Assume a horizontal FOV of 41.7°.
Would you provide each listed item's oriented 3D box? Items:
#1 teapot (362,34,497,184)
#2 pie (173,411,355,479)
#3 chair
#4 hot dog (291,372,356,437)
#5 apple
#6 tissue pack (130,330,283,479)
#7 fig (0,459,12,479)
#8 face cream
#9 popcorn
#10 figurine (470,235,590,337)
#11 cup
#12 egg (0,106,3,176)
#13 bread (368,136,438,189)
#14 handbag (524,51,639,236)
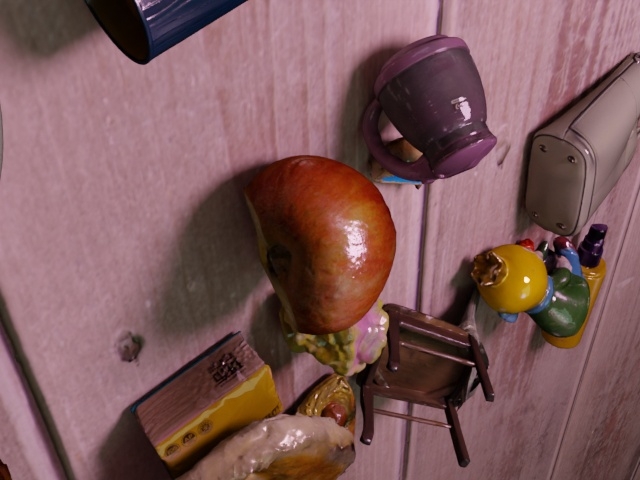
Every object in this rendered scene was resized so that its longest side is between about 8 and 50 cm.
[{"bbox_3d":[0.120,-0.137,0.936,0.148,0.146,0.116,-26,169,4],"label":"teapot"},{"bbox_3d":[-0.107,0.327,1.076,0.339,0.077,0.339,-25,154,-13],"label":"pie"},{"bbox_3d":[0.161,0.177,1.285,0.186,0.319,0.160,14,116,-3],"label":"chair"},{"bbox_3d":[-0.008,0.318,1.256,0.123,0.093,0.262,-4,126,-39],"label":"hot dog"},{"bbox_3d":[0.000,0.000,0.899,0.160,0.195,0.173,-26,174,11],"label":"apple"},{"bbox_3d":[-0.135,0.211,1.039,0.169,0.082,0.120,-35,144,-19],"label":"tissue pack"},{"bbox_3d":[-0.440,0.268,0.663,0.368,0.286,0.286,15,112,-27],"label":"fig"},{"bbox_3d":[0.483,0.081,1.571,0.078,0.078,0.273,-22,136,-32],"label":"face cream"},{"bbox_3d":[0.017,0.101,1.071,0.145,0.126,0.126,23,91,-24],"label":"popcorn"},{"bbox_3d":[0.336,0.049,1.370,0.234,0.185,0.127,24,149,-23],"label":"figurine"},{"bbox_3d":[-0.113,-0.233,0.645,0.138,0.113,0.150,-36,144,-20],"label":"cup"},{"bbox_3d":[-0.310,-0.048,0.528,0.203,0.203,0.283,-1,117,-46],"label":"egg"},{"bbox_3d":[0.117,-0.099,1.045,0.106,0.053,0.072,-3,167,-43],"label":"bread"},{"bbox_3d":[0.447,-0.165,1.339,0.315,0.109,0.241,-43,147,-31],"label":"handbag"}]
